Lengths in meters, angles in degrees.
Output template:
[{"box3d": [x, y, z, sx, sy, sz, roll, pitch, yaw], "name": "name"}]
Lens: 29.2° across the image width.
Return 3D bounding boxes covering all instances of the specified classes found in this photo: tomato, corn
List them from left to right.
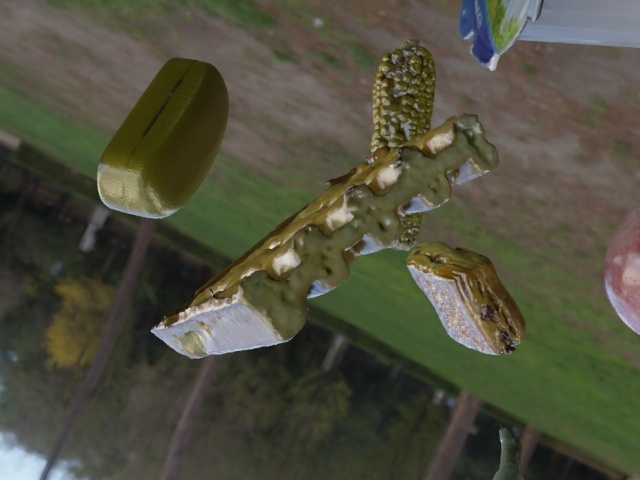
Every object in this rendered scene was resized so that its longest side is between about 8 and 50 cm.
[{"box3d": [0.122, -0.144, 1.849, 0.097, 0.320, 0.097, 4, 176, 0], "name": "corn"}, {"box3d": [0.588, 0.045, 2.039, 0.227, 0.270, 0.270, 9, 167, 33], "name": "tomato"}]

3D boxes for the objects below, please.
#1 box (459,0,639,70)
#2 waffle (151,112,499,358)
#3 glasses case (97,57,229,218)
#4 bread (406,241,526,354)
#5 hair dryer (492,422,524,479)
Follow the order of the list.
[{"box3d": [0.297, -0.301, 1.388, 0.206, 0.262, 0.291, 6, 153, -10], "name": "box"}, {"box3d": [-0.001, 0.000, 1.305, 0.077, 0.348, 0.304, 54, 156, -6], "name": "waffle"}, {"box3d": [-0.275, -0.179, 2.279, 0.141, 0.371, 0.173, 13, 136, 13], "name": "glasses case"}, {"box3d": [0.264, 0.098, 2.174, 0.210, 0.099, 0.235, 57, 169, -16], "name": "bread"}, {"box3d": [0.108, 0.277, 1.032, 0.092, 0.229, 0.267, 64, 178, -21], "name": "hair dryer"}]
